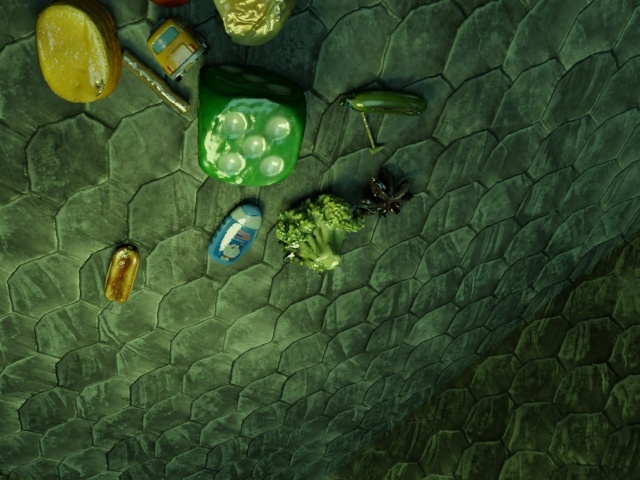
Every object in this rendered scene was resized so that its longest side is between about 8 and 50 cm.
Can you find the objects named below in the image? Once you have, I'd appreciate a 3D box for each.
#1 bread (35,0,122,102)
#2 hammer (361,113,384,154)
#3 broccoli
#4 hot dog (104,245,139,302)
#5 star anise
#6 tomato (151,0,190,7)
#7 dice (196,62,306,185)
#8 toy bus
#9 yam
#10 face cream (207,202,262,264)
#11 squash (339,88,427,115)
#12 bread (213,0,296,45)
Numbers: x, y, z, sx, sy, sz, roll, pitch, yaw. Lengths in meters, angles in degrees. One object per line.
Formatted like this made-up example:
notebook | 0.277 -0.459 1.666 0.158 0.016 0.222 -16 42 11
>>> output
bread | -0.641 -0.504 1.201 0.195 0.143 0.270 4 122 -8
hammer | 0.182 -0.403 1.623 0.060 0.028 0.195 -29 127 -3
broccoli | 0.011 0.002 1.693 0.347 0.281 0.294 -16 127 6
hot dog | -0.738 0.126 1.677 0.100 0.068 0.250 20 115 -15
star anise | 0.254 -0.172 1.757 0.282 0.129 0.213 -9 134 -22
tomato | -0.391 -0.703 1.144 0.194 0.136 0.195 -9 130 -11
dice | -0.221 -0.352 1.356 0.299 0.297 0.287 2 128 -20
toy bus | -0.391 -0.533 1.230 0.126 0.210 0.136 -38 118 12
yam | -0.487 -0.468 1.340 0.056 0.057 0.241 -41 125 13
face cream | -0.312 -0.029 1.695 0.149 0.083 0.264 22 115 -34
squash | 0.221 -0.474 1.548 0.330 0.087 0.087 -1 125 -16
bread | -0.183 -0.729 1.187 0.235 0.183 0.389 0 132 -1
